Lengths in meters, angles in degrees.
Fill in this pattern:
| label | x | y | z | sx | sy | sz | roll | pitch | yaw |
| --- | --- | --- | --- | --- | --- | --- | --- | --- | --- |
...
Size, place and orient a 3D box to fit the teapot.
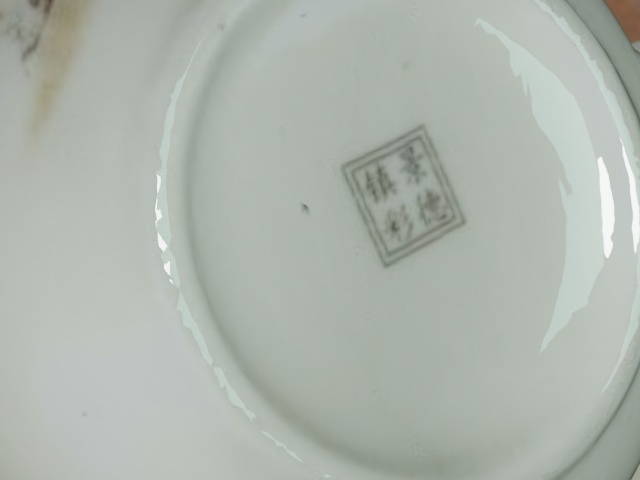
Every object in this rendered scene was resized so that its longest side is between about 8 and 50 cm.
| label | x | y | z | sx | sy | sz | roll | pitch | yaw |
| --- | --- | --- | --- | --- | --- | --- | --- | --- | --- |
| teapot | 0.000 | 0.000 | 0.492 | 0.298 | 0.139 | 0.204 | -18 | 89 | -30 |
